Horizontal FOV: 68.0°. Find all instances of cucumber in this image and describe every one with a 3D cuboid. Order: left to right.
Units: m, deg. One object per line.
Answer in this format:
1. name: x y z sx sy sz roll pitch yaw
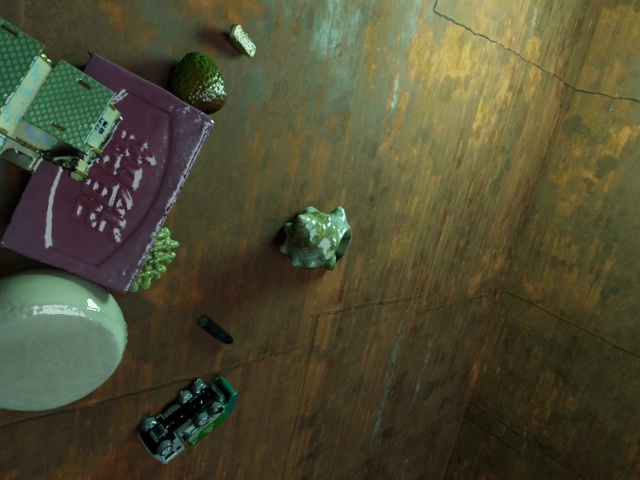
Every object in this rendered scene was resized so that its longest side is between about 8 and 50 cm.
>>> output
1. cucumber: -0.273 0.244 1.261 0.032 0.032 0.133 -51 138 -13

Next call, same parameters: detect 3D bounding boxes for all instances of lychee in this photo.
1. lychee: -0.243 -0.303 0.957 0.114 0.114 0.147 -6 95 -43

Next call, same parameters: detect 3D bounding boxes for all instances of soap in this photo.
1. soap: -0.375 -0.112 0.859 0.232 0.128 0.360 26 90 -19

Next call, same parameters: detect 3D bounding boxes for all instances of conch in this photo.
1. conch: -0.008 -0.011 1.316 0.203 0.170 0.386 -35 171 3

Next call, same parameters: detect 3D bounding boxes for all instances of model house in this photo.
1. model house: -0.447 -0.206 0.655 0.178 0.271 0.206 -60 177 -9

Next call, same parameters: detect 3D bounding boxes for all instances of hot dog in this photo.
1. hot dog: -0.173 -0.429 1.018 0.030 0.034 0.090 -70 157 -6

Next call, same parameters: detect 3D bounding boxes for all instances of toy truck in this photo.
1. toy truck: -0.340 0.469 1.255 0.253 0.114 0.124 -36 142 -26

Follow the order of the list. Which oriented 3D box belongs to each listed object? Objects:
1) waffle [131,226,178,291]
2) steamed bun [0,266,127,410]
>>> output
1. waffle: -0.401 0.022 1.021 0.169 0.036 0.183 -56 138 -10
2. steamed bun: -0.511 0.164 0.872 0.282 0.177 0.283 -18 132 -21
